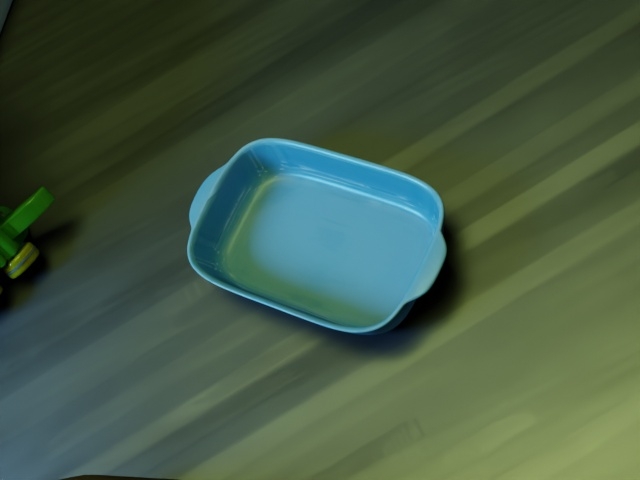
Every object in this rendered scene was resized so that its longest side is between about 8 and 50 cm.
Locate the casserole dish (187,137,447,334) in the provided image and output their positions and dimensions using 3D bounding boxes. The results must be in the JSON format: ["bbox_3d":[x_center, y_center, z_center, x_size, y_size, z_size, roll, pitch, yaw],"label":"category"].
[{"bbox_3d":[0.000,0.000,0.927,0.188,0.037,0.114,18,73,30],"label":"casserole dish"}]

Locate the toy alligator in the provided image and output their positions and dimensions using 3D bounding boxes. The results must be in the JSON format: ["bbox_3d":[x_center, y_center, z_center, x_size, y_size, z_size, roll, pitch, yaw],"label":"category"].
[{"bbox_3d":[-0.263,0.029,1.016,0.189,0.056,0.051,-46,15,-3],"label":"toy alligator"}]

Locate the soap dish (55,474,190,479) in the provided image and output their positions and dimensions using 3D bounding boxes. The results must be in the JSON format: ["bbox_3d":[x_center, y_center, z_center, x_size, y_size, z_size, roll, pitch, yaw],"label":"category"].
[{"bbox_3d":[-0.076,0.267,0.776,0.229,0.118,0.290,0,64,23],"label":"soap dish"}]

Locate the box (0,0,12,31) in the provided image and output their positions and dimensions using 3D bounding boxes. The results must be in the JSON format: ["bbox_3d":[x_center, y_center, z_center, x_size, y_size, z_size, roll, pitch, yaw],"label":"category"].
[{"bbox_3d":[-0.343,-0.195,1.167,0.186,0.038,0.145,4,67,25],"label":"box"}]
